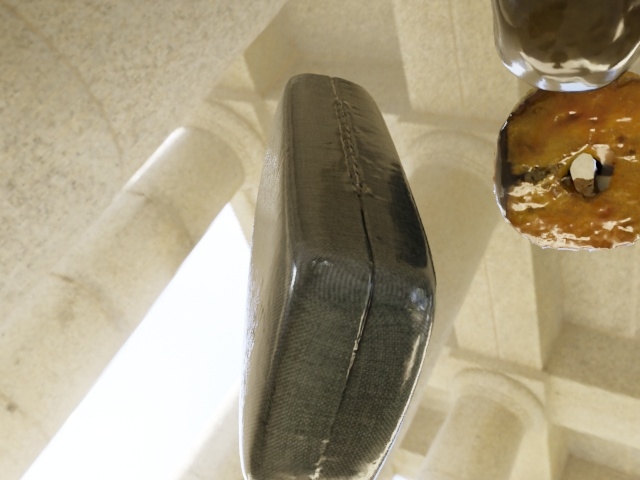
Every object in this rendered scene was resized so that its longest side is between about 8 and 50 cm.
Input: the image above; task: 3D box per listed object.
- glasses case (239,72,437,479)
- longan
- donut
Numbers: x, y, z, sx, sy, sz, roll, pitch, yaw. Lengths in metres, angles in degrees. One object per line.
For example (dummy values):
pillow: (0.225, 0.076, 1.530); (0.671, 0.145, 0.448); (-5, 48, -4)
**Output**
glasses case: (0.000, 0.000, 0.469); (0.074, 0.323, 0.131); (10, -64, -8)
longan: (0.217, -0.215, 0.653); (0.167, 0.187, 0.167); (14, -2, 1)
donut: (0.334, -0.100, 0.991); (0.253, 0.118, 0.253); (7, -49, 8)
